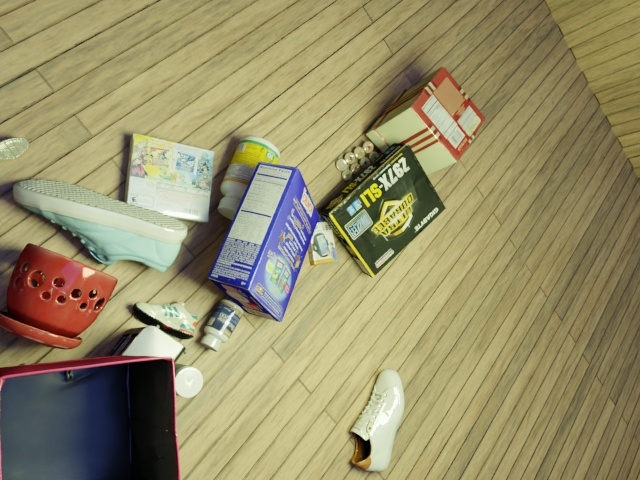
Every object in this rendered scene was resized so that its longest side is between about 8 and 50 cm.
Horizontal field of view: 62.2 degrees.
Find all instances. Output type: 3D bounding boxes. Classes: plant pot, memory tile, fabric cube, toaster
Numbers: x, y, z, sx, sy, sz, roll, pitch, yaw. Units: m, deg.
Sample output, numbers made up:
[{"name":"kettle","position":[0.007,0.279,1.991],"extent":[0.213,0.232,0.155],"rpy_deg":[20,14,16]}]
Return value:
[{"name":"plant pot","position":[-0.537,0.120,1.078],"extent":[0.191,0.191,0.174],"rpy_deg":[26,76,-28]},{"name":"memory tile","position":[0.124,-0.231,1.643],"extent":[0.148,0.012,0.113],"rpy_deg":[-35,103,-17]},{"name":"fabric cube","position":[-0.403,0.331,0.880],"extent":[0.253,0.258,0.259],"rpy_deg":[1,80,-37]},{"name":"toaster","position":[-0.403,0.276,1.154],"extent":[0.110,0.168,0.186],"rpy_deg":[44,61,-17]}]

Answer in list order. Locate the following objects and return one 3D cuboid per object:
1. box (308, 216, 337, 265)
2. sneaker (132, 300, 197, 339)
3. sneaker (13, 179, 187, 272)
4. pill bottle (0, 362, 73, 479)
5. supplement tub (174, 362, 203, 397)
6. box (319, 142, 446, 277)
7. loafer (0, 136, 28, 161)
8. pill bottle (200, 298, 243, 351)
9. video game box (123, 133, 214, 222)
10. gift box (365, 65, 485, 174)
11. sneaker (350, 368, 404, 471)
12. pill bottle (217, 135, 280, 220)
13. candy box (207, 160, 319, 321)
[{"name":"box","position":[0.000,0.000,1.539],"extent":[0.081,0.028,0.136],"rpy_deg":[-8,89,-33]},{"name":"sneaker","position":[-0.366,0.173,1.266],"extent":[0.161,0.057,0.076],"rpy_deg":[32,50,-24]},{"name":"sneaker","position":[-0.491,-0.017,1.166],"extent":[0.365,0.135,0.150],"rpy_deg":[19,103,-14]},{"name":"pill bottle","position":[-0.543,0.412,1.034],"extent":[0.176,0.176,0.319],"rpy_deg":[-43,106,-30]},{"name":"supplement tub","position":[-0.324,0.324,1.231],"extent":[0.070,0.107,0.071],"rpy_deg":[5,80,-32]},{"name":"box","position":[0.190,-0.091,1.573],"extent":[0.322,0.079,0.257],"rpy_deg":[-42,114,-12]},{"name":"loafer","position":[-0.681,-0.185,1.115],"extent":[0.125,0.039,0.045],"rpy_deg":[-44,141,-33]},{"name":"pill bottle","position":[-0.248,0.213,1.322],"extent":[0.067,0.067,0.120],"rpy_deg":[39,64,-22]},{"name":"video game box","position":[-0.372,-0.148,1.306],"extent":[0.205,0.048,0.187],"rpy_deg":[9,81,-32]},{"name":"gift box","position":[0.325,-0.330,1.660],"extent":[0.276,0.258,0.255],"rpy_deg":[50,60,-13]},{"name":"sneaker","position":[0.158,0.509,1.519],"extent":[0.123,0.105,0.291],"rpy_deg":[20,74,-32]},{"name":"pill bottle","position":[-0.191,-0.157,1.384],"extent":[0.117,0.117,0.209],"rpy_deg":[29,68,-26]},{"name":"candy box","position":[-0.125,0.008,1.316],"extent":[0.268,0.122,0.318],"rpy_deg":[65,44,-63]}]
